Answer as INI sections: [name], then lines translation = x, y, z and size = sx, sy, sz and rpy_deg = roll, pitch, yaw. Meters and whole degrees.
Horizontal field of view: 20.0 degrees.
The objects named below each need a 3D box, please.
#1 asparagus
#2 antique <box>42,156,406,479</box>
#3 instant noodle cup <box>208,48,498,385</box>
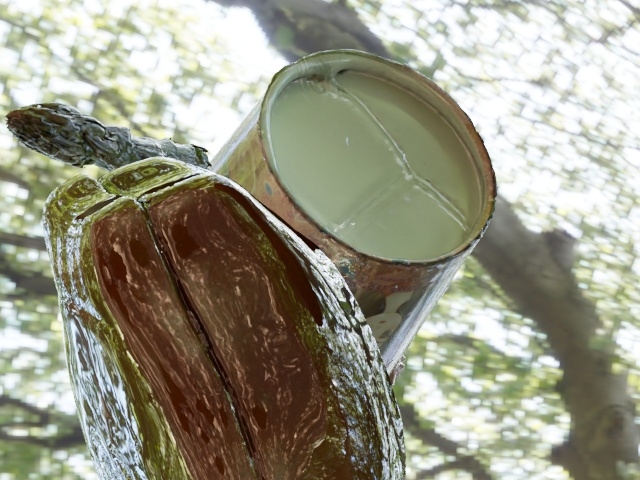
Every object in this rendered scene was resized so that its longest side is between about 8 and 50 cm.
[asparagus]
translation = -0.124, -0.056, 1.074
size = 0.030, 0.165, 0.036
rpy_deg = 11, -93, 39
[antique]
translation = -0.045, 0.091, 0.908
size = 0.129, 0.223, 0.278
rpy_deg = -21, -78, -19
[instant noodle cup]
translation = 0.000, 0.000, 1.389
size = 0.243, 0.243, 0.231
rpy_deg = 61, -37, 20
